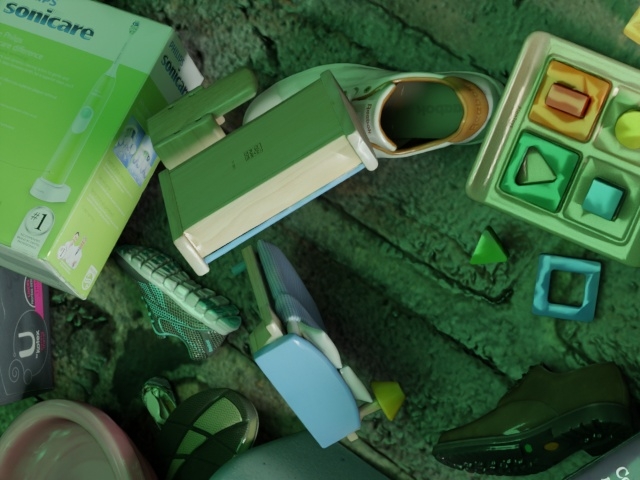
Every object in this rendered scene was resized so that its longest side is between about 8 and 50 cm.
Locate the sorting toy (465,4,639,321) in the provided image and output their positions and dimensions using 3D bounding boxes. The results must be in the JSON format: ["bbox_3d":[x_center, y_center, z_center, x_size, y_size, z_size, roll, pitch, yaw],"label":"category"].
[{"bbox_3d":[0.259,-0.089,1.726,0.196,0.047,0.348,23,101,7],"label":"sorting toy"}]

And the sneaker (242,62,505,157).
[{"bbox_3d":[0.036,-0.132,1.804,0.290,0.123,0.106,-6,92,25],"label":"sneaker"}]

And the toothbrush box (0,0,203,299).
[{"bbox_3d":[-0.286,-0.111,1.886,0.206,0.122,0.283,20,74,21],"label":"toothbrush box"}]

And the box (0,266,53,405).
[{"bbox_3d":[-0.453,0.099,2.015,0.270,0.143,0.165,0,94,23],"label":"box"}]

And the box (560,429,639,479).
[{"bbox_3d":[0.358,0.225,1.562,0.312,0.343,0.179,-38,77,21],"label":"box"}]

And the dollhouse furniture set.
[{"bbox_3d":[0.000,0.000,1.791,0.198,0.286,0.303,-30,122,6],"label":"dollhouse furniture set"}]

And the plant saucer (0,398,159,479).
[{"bbox_3d":[-0.263,0.338,1.925,0.332,0.084,0.332,-10,77,49],"label":"plant saucer"}]

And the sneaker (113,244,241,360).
[{"bbox_3d":[-0.168,0.069,1.937,0.166,0.065,0.076,38,110,19],"label":"sneaker"}]

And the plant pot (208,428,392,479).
[{"bbox_3d":[-0.038,0.356,1.769,0.248,0.252,0.247,31,105,30],"label":"plant pot"}]

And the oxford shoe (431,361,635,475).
[{"bbox_3d":[0.211,0.176,1.778,0.227,0.083,0.096,-20,53,32],"label":"oxford shoe"}]

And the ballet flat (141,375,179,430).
[{"bbox_3d":[-0.164,0.202,1.953,0.041,0.041,0.114,-34,80,21],"label":"ballet flat"}]

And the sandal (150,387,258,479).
[{"bbox_3d":[-0.128,0.281,1.921,0.120,0.086,0.303,49,130,40],"label":"sandal"}]
